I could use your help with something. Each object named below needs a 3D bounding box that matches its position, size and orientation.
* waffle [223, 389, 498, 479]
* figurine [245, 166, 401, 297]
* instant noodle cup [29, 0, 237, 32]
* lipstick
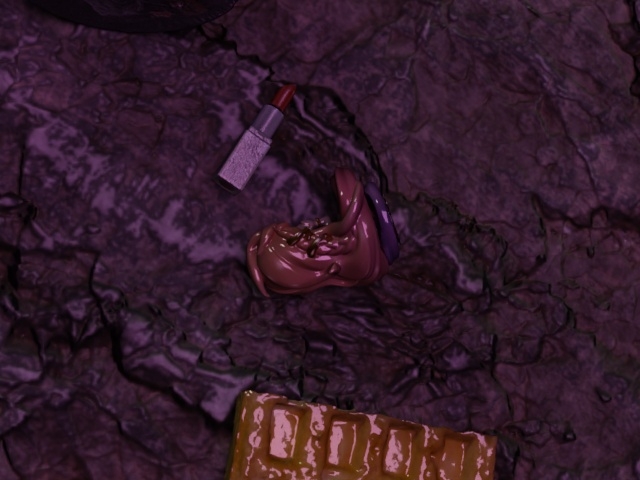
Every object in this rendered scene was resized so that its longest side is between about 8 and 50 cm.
[{"bbox_3d":[0.033,0.248,1.405,0.274,0.057,0.168,11,79,-16],"label":"waffle"},{"bbox_3d":[0.008,0.004,1.408,0.157,0.126,0.114,-33,49,-21],"label":"figurine"},{"bbox_3d":[-0.175,-0.329,1.358,0.217,0.217,0.207,8,72,-17],"label":"instant noodle cup"},{"bbox_3d":[-0.060,-0.106,1.445,0.030,0.030,0.129,35,72,-10],"label":"lipstick"}]
